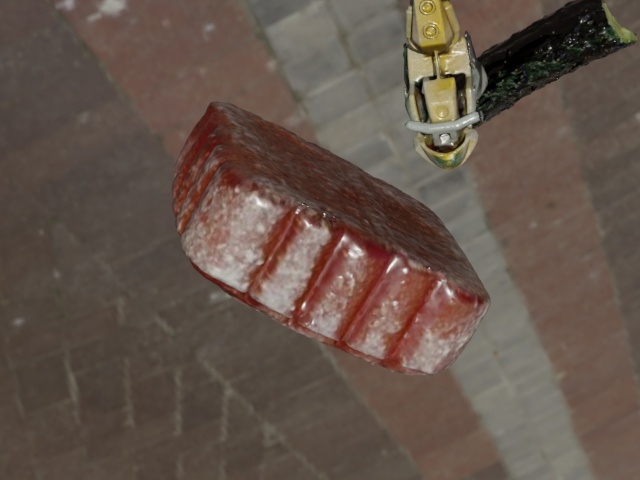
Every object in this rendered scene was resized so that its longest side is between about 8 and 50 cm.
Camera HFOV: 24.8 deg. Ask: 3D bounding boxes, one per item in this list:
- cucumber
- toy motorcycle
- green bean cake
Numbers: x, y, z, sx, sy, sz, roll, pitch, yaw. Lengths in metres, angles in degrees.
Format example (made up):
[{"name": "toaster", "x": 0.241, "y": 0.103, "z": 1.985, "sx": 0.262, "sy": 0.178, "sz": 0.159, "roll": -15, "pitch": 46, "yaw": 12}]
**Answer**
[{"name": "cucumber", "x": 0.218, "y": -0.191, "z": 1.672, "sx": 0.303, "sy": 0.072, "sz": 0.081, "roll": -27, "pitch": 113, "yaw": 37}, {"name": "toy motorcycle", "x": 0.133, "y": -0.174, "z": 1.593, "sx": 0.094, "sy": 0.130, "sz": 0.229, "roll": -5, "pitch": 117, "yaw": 10}, {"name": "green bean cake", "x": 0.000, "y": 0.000, "z": 0.651, "sx": 0.136, "sy": 0.135, "sz": 0.056, "roll": 26, "pitch": 103, "yaw": -17}]
